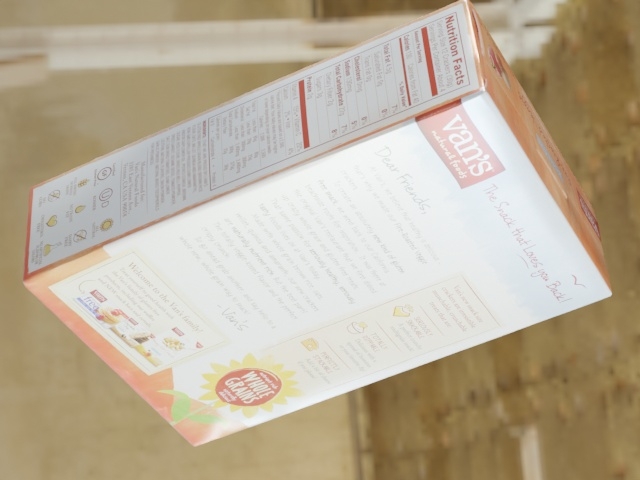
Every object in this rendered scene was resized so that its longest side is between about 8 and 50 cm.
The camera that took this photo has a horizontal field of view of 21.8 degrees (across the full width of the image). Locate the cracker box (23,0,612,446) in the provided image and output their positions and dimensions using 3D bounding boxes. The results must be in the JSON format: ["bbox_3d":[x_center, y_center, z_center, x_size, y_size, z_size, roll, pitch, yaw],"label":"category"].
[{"bbox_3d":[0.000,0.000,0.782,0.156,0.232,0.067,52,24,-43],"label":"cracker box"}]
